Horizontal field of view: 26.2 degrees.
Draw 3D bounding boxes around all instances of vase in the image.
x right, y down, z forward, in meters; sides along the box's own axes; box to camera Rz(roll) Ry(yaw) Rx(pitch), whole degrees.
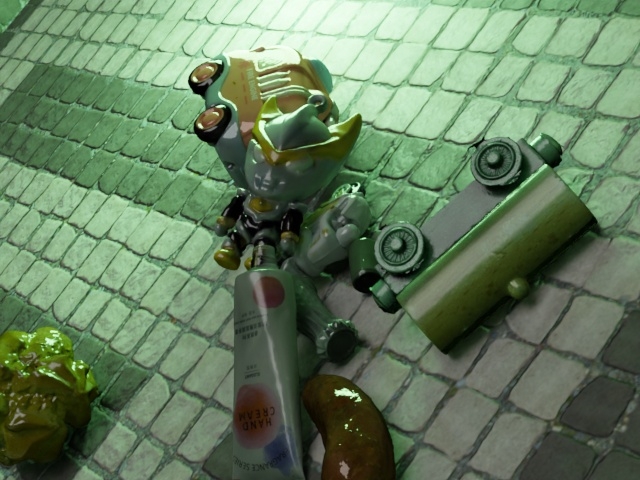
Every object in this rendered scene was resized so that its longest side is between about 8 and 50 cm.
[{"bbox_3d":[-0.006,0.110,1.860,0.081,0.081,0.149,-48,37,-4],"label":"vase"}]

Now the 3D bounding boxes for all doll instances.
[{"bbox_3d":[-0.061,-0.090,1.981,0.145,0.103,0.316,0,57,40],"label":"doll"}]

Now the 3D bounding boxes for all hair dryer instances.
[{"bbox_3d":[0.109,0.016,1.874,0.150,0.047,0.071,-23,40,14],"label":"hair dryer"}]

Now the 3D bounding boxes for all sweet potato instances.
[{"bbox_3d":[0.035,0.230,1.676,0.097,0.097,0.292,-39,25,10],"label":"sweet potato"}]

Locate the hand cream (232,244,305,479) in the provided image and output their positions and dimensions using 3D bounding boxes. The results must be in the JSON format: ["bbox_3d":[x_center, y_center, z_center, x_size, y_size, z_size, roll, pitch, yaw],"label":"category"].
[{"bbox_3d":[-0.074,0.169,1.804,0.124,0.078,0.340,-16,65,36],"label":"hand cream"}]

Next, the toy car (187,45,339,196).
[{"bbox_3d":[-0.075,-0.199,2.189,0.212,0.180,0.270,-23,41,10],"label":"toy car"}]

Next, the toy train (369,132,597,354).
[{"bbox_3d":[0.207,0.006,1.723,0.307,0.126,0.189,-42,65,5],"label":"toy train"}]

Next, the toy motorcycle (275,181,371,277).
[{"bbox_3d":[0.000,0.000,1.971,0.229,0.074,0.151,-44,25,-15],"label":"toy motorcycle"}]

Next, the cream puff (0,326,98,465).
[{"bbox_3d":[-0.434,0.236,2.110,0.195,0.195,0.221,-7,53,44],"label":"cream puff"}]
